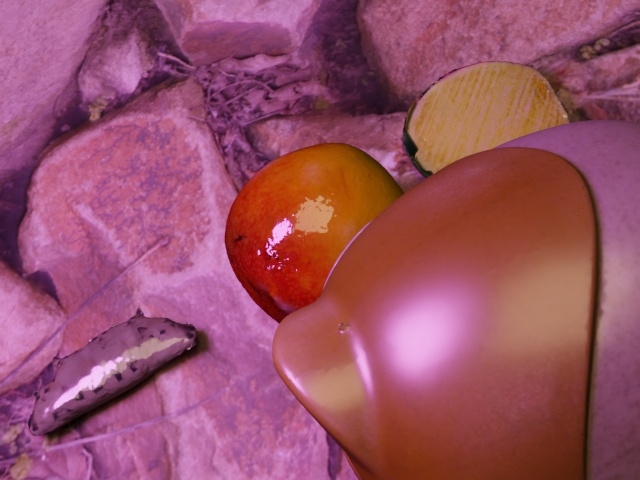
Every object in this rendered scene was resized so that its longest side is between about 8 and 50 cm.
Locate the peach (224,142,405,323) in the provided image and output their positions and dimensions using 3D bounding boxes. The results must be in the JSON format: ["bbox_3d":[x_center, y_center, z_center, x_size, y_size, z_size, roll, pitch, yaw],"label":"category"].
[{"bbox_3d":[0.000,0.000,1.094,0.230,0.231,0.231,-5,61,8],"label":"peach"}]

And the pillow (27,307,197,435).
[{"bbox_3d":[-0.273,0.156,1.147,0.241,0.051,0.093,-31,65,-6],"label":"pillow"}]

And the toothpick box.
[{"bbox_3d":[0.201,0.109,0.880,0.425,0.409,0.409,-28,60,1],"label":"toothpick box"}]

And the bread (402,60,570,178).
[{"bbox_3d":[0.225,-0.152,1.227,0.228,0.033,0.229,-8,55,11],"label":"bread"}]
